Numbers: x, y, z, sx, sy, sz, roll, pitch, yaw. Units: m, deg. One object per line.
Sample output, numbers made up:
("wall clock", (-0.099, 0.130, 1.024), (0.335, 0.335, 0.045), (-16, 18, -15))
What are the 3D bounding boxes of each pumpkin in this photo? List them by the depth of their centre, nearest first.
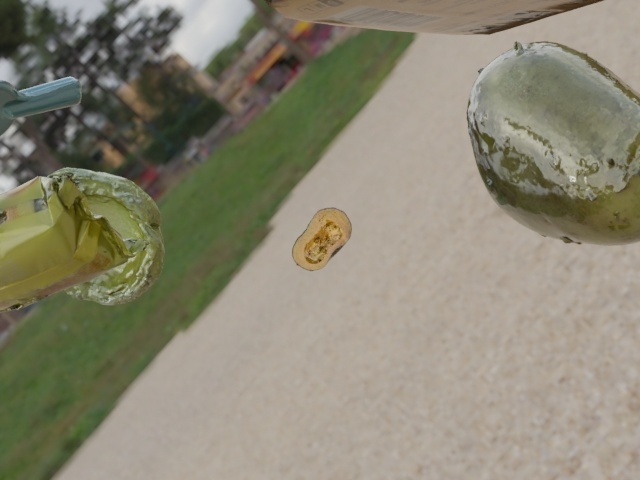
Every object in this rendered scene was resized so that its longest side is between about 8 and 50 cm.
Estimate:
("pumpkin", (0.001, 0.001, 1.604), (0.083, 0.050, 0.028), (-46, -10, -10))

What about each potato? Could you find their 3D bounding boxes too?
("potato", (0.342, -0.110, 1.821), (0.219, 0.270, 0.359), (-31, 40, -12))

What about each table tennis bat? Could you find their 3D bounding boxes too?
("table tennis bat", (-0.415, -0.165, 1.744), (0.237, 0.038, 0.149), (-19, -23, -25))

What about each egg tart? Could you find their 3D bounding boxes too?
("egg tart", (-0.282, -0.010, 1.748), (0.197, 0.197, 0.078), (-45, 11, 24))

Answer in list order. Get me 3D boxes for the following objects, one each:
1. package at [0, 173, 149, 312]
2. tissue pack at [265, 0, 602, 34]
("package", (-0.302, 0.009, 1.387), (0.226, 0.090, 0.168), (-19, -32, 13))
("tissue pack", (0.119, -0.266, 0.876), (0.238, 0.238, 0.305), (-49, 22, -25))
